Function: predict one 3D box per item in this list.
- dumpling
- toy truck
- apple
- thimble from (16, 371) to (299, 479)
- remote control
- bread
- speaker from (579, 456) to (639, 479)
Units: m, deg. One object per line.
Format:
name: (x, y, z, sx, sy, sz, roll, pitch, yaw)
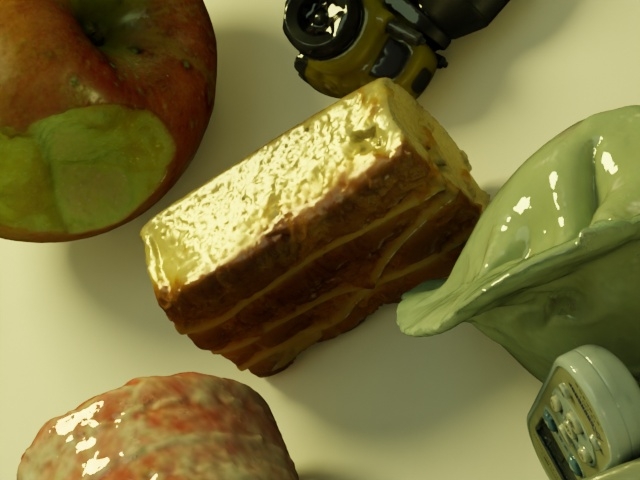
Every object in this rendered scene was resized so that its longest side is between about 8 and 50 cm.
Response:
dumpling: (0.230, 0.017, 1.368, 0.321, 0.212, 0.270, -51, 9, 22)
toy truck: (0.082, -0.217, 1.645, 0.165, 0.147, 0.224, 30, 90, 20)
apple: (-0.273, -0.159, 1.752, 0.339, 0.339, 0.340, -17, 58, 30)
thimble: (-0.132, 0.227, 1.508, 0.239, 0.239, 0.162, -36, 51, 17)
remote control: (0.192, 0.136, 1.315, 0.047, 0.244, 0.087, -28, 75, -9)
bread: (0.000, 0.000, 1.554, 0.274, 0.185, 0.114, -29, 49, 21)
speaker: (0.227, 0.266, 1.248, 0.406, 0.183, 0.184, -25, 60, 25)
